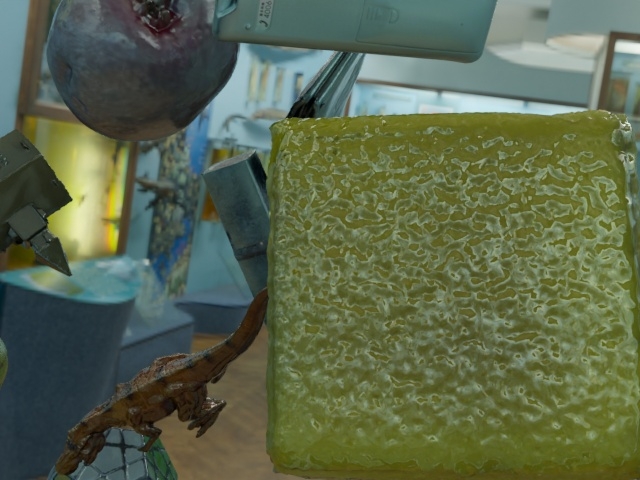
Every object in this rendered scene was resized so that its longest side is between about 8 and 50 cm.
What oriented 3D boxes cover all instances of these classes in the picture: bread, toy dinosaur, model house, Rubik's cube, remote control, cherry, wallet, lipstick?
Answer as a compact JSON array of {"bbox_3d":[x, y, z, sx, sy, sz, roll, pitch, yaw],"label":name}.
[{"bbox_3d":[0.117,0.053,0.723,0.333,0.323,0.143,0,-10,6],"label":"bread"},{"bbox_3d":[-0.178,0.189,1.149,0.097,0.432,0.208,53,7,25],"label":"toy dinosaur"},{"bbox_3d":[-0.509,-0.024,1.406,0.248,0.181,0.176,49,-22,6],"label":"model house"},{"bbox_3d":[-0.492,0.578,1.919,0.319,0.264,0.319,2,-18,1],"label":"Rubik's cube"},{"bbox_3d":[0.042,-0.235,0.819,0.293,0.103,0.051,1,31,-17],"label":"remote control"},{"bbox_3d":[-0.196,-0.211,0.912,0.213,0.266,0.183,-26,65,-25],"label":"cherry"},{"bbox_3d":[0.004,-0.196,1.178,0.054,0.251,0.290,27,-32,1],"label":"wallet"},{"bbox_3d":[-0.073,0.022,1.138,0.076,0.289,0.077,-17,16,12],"label":"lipstick"}]

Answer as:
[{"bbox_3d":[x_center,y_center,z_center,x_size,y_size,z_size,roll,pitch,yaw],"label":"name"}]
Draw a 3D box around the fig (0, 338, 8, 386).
[{"bbox_3d":[-0.556,0.207,1.242,0.142,0.147,0.186,-2,1,-12],"label":"fig"}]
